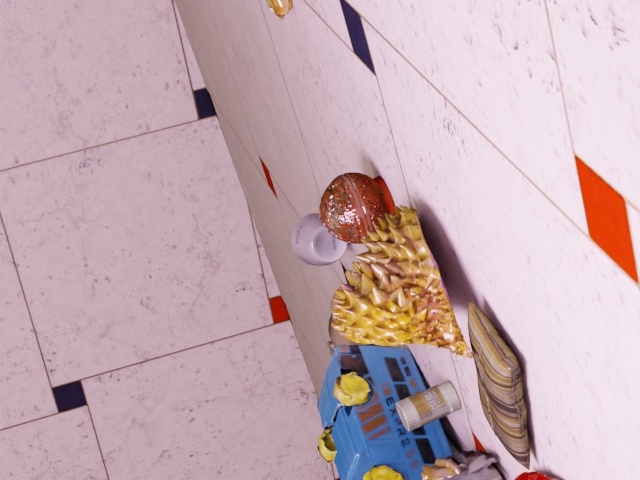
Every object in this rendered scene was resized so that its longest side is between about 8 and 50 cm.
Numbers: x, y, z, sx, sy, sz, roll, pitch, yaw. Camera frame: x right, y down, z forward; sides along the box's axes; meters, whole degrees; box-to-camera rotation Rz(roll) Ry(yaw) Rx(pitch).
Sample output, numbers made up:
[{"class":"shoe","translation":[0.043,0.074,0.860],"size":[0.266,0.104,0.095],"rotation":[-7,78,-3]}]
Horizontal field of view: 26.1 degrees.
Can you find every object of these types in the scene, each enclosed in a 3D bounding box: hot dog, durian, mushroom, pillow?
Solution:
[{"class":"hot dog","translation":[-0.079,-0.381,2.002],"size":[0.056,0.041,0.133],"rotation":[-140,29,-74]},{"class":"durian","translation":[0.095,0.044,1.681],"size":[0.260,0.154,0.186],"rotation":[133,144,-82]},{"class":"mushroom","translation":[0.059,0.155,2.396],"size":[0.247,0.096,0.108],"rotation":[86,-173,-58]},{"class":"pillow","translation":[0.205,0.170,1.593],"size":[0.203,0.038,0.113],"rotation":[74,170,-45]}]

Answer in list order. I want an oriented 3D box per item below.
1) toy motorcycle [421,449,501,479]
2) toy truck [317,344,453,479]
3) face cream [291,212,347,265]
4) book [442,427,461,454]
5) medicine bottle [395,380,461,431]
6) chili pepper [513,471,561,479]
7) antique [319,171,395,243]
[{"class":"toy motorcycle","translation":[0.187,0.342,1.865],"size":[0.229,0.130,0.094],"rotation":[-136,24,-73]},{"class":"toy truck","translation":[0.105,0.330,2.085],"size":[0.385,0.162,0.161],"rotation":[-110,27,-47]},{"class":"face cream","translation":[0.000,0.000,2.367],"size":[0.091,0.091,0.095],"rotation":[70,165,-13]},{"class":"book","translation":[0.176,0.420,2.283],"size":[0.428,0.039,0.300],"rotation":[-132,35,-67]},{"class":"medicine bottle","translation":[0.154,0.235,1.971],"size":[0.047,0.083,0.047],"rotation":[157,90,-82]},{"class":"chili pepper","translation":[0.250,0.288,1.593],"size":[0.178,0.027,0.045],"rotation":[143,144,-75]},{"class":"antique","translation":[0.046,-0.044,1.874],"size":[0.104,0.104,0.104],"rotation":[158,90,-83]}]
